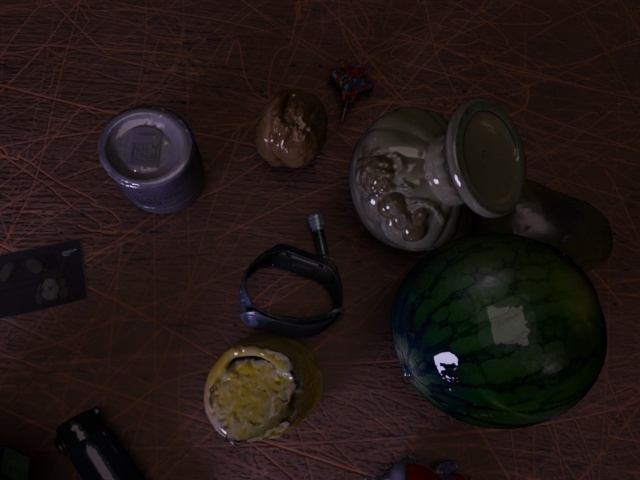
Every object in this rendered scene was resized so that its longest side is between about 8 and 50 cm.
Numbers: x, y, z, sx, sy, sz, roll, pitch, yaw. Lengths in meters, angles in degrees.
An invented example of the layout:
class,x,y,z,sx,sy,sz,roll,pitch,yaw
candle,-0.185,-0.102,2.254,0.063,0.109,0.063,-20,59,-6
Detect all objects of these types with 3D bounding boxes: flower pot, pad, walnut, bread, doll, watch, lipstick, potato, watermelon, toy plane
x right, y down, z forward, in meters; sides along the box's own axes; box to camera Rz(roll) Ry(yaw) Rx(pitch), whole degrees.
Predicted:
class,x,y,z,sx,sy,sz,roll,pitch,yaw
flower pot,0.229,-0.133,0.786,0.308,0.244,0.306,6,80,-33
pad,-0.565,0.077,0.786,0.190,0.004,0.127,-14,75,-11
walnut,-0.061,-0.249,0.883,0.156,0.155,0.183,17,69,-2
bread,-0.098,0.259,0.710,0.197,0.170,0.196,-1,79,4
doll,0.185,0.452,0.737,0.228,0.075,0.102,11,57,-15
watch,-0.051,0.102,0.786,0.207,0.068,0.192,22,46,-3
lipstick,0.000,0.000,0.874,0.037,0.037,0.115,-10,78,-11
potato,0.477,-0.019,0.874,0.308,0.173,0.209,15,70,0
watermelon,0.301,0.156,0.713,0.364,0.363,0.362,2,73,-7
toy plane,0.070,-0.364,0.983,0.130,0.061,0.189,15,76,-4

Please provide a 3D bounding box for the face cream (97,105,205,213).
class,x,y,z,sx,sy,sz,roll,pitch,yaw
face cream,-0.334,-0.160,0.814,0.178,0.153,0.177,2,74,-7

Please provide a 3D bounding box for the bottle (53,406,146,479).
class,x,y,z,sx,sy,sz,roll,pitch,yaw
bottle,-0.354,0.401,0.678,0.082,0.072,0.244,-33,79,-34

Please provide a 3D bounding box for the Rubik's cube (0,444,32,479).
class,x,y,z,sx,sy,sz,roll,pitch,yaw
Rubik's cube,-0.562,0.416,0.543,0.264,0.319,0.319,26,69,29
